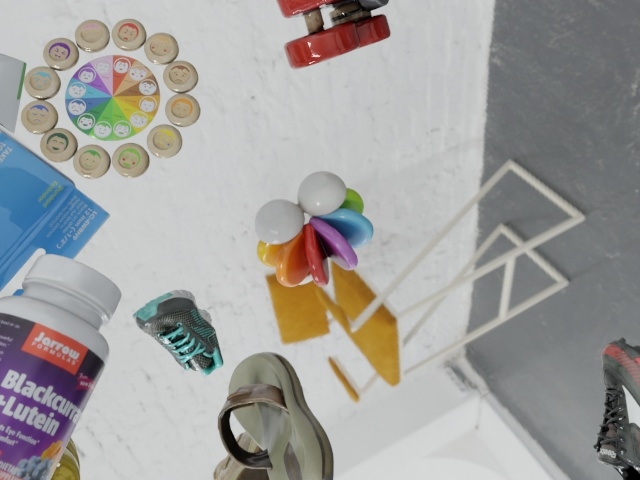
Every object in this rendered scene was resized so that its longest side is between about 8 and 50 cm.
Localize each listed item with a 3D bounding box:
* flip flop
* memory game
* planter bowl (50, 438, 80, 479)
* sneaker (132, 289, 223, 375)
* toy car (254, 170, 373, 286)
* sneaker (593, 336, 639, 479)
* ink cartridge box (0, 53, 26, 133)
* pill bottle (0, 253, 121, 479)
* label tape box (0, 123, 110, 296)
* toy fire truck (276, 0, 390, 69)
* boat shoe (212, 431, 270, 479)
[{"bbox_3d":[-0.063,0.197,0.688,0.277,0.080,0.112,-139,57,-67],"label":"flip flop"},{"bbox_3d":[-0.217,-0.150,0.689,0.186,0.186,0.012,61,170,11],"label":"memory game"},{"bbox_3d":[-0.507,0.443,1.202,0.090,0.217,0.217,-2,118,35],"label":"planter bowl"},{"bbox_3d":[-0.146,0.107,0.731,0.076,0.065,0.166,59,-178,23],"label":"sneaker"},{"bbox_3d":[0.000,0.000,0.989,0.136,0.182,0.159,50,170,40],"label":"toy car"},{"bbox_3d":[0.510,0.304,1.089,0.097,0.135,0.276,122,133,-76],"label":"sneaker"},{"bbox_3d":[-0.659,-0.251,1.308,0.219,0.093,0.160,-22,61,54],"label":"ink cartridge box"},{"bbox_3d":[-0.240,0.113,0.539,0.108,0.193,0.108,14,151,8],"label":"pill bottle"},{"bbox_3d":[-0.460,-0.045,0.770,0.348,0.249,0.115,35,171,20],"label":"label tape box"},{"bbox_3d":[0.076,-0.353,0.878,0.254,0.302,0.169,-9,108,30],"label":"toy fire truck"},{"bbox_3d":[-0.185,0.553,1.520,0.341,0.110,0.121,-52,-56,-67],"label":"boat shoe"}]
